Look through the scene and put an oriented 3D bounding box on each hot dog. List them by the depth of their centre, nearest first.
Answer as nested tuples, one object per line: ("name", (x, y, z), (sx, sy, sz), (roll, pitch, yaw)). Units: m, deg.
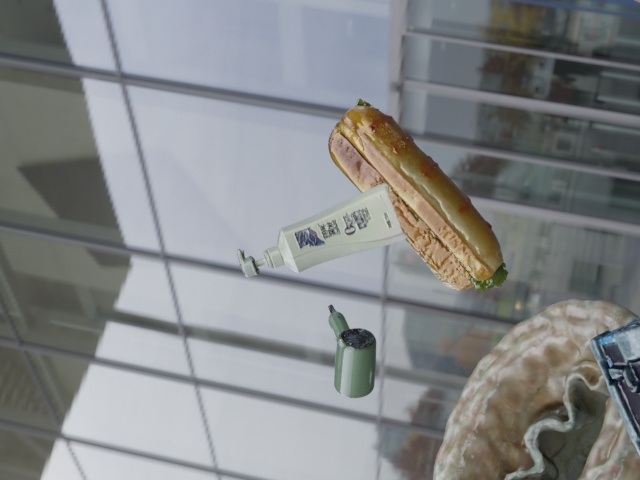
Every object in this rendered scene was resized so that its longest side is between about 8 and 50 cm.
("hot dog", (0.111, -0.044, 1.162), (0.076, 0.250, 0.104), (-46, 2, -26))

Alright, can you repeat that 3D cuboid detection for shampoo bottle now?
("shampoo bottle", (0.000, 0.000, 0.903), (0.034, 0.141, 0.049), (-121, 11, -71))

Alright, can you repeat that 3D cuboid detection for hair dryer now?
("hair dryer", (0.030, 0.114, 1.275), (0.150, 0.047, 0.071), (-111, 22, -59))

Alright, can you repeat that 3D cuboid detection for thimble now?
("thimble", (0.198, 0.168, 0.796), (0.196, 0.148, 0.229), (-13, 51, 56))

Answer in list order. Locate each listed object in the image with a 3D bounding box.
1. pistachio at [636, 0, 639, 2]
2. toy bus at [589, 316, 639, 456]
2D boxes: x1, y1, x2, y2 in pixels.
("pistachio", (0.145, -0.158, 0.341), (0.293, 0.162, 0.182), (52, 161, 47))
("toy bus", (0.223, 0.055, 0.503), (0.090, 0.106, 0.184), (68, 155, 5))
